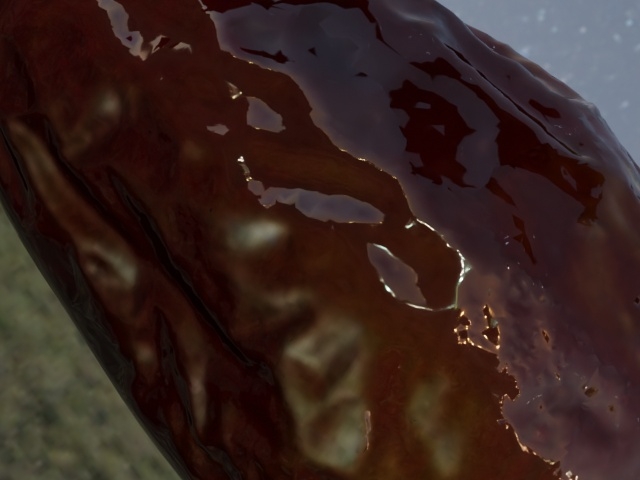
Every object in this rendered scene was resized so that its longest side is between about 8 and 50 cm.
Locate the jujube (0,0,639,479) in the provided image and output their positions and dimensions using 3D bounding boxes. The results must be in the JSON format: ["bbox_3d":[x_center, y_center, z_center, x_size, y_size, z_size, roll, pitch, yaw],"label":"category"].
[{"bbox_3d":[0.000,0.000,0.562,0.318,0.223,0.223,44,-8,12],"label":"jujube"}]
